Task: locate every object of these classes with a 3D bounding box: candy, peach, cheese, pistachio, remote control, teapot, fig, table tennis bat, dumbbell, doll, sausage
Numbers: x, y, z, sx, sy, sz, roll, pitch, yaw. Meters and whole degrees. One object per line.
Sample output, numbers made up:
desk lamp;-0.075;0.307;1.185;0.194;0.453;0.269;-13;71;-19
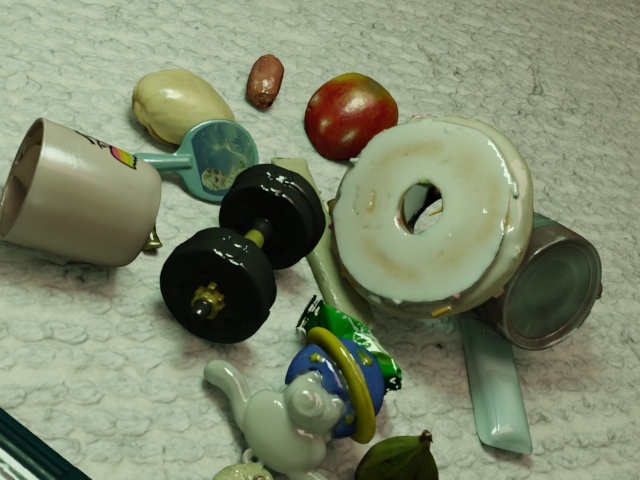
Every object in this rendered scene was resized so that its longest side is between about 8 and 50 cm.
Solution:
candy;0.043;0.184;1.735;0.203;0.141;0.078;42;50;5
peach;0.061;-0.249;2.201;0.190;0.192;0.190;48;1;-1
cheese;0.000;-0.002;1.966;0.085;0.034;0.400;5;48;-36
pistachio;-0.244;-0.241;1.939;0.200;0.117;0.145;16;79;-23
remote control;0.325;0.258;1.947;0.103;0.051;0.293;16;41;-18
teapot;0.384;0.037;2.061;0.314;0.233;0.312;3;24;-33
fig;0.139;0.348;1.606;0.126;0.185;0.133;12;40;-49
table tennis bat;-0.219;-0.140;1.885;0.237;0.038;0.149;-4;95;-26
dumbbell;-0.120;0.016;1.733;0.185;0.185;0.388;36;38;-3
doll;0.002;0.270;1.582;0.242;0.159;0.311;-12;67;-32
sausage;-0.113;-0.327;2.173;0.076;0.076;0.141;27;40;-13

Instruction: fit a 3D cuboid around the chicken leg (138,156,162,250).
chicken leg;-0.305;-0.063;1.767;0.093;0.070;0.178;18;49;-62

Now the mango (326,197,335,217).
mango;0.061;-0.032;2.022;0.077;0.063;0.127;-19;67;-40

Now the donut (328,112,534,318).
donut;0.198;-0.038;1.879;0.383;0.382;0.142;62;11;27

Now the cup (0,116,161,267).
cup;-0.374;-0.073;1.646;0.200;0.192;0.253;19;9;-27

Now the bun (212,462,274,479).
bun;-0.101;0.363;1.487;0.115;0.069;0.115;17;46;-19

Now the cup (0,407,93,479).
cup;-0.382;0.355;1.183;0.292;0.308;0.242;40;6;4
